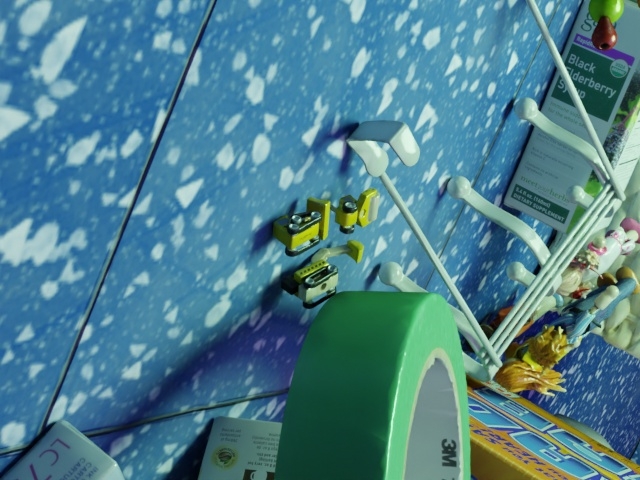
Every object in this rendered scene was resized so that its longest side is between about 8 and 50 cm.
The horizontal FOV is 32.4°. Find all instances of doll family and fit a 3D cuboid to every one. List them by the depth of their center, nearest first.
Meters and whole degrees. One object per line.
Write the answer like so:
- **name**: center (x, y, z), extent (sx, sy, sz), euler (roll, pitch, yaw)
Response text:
- **doll family**: center (0.268, 0.093, 1.212), extent (0.163, 0.118, 0.263), euler (-30, 167, -34)

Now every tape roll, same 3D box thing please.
- **tape roll**: center (0.050, 0.198, 0.825), extent (0.321, 0.077, 0.321), euler (1, 90, -73)

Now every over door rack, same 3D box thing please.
- **over door rack**: center (0.143, -0.063, 0.946), extent (0.239, 0.108, 0.324), euler (-50, 138, -21)

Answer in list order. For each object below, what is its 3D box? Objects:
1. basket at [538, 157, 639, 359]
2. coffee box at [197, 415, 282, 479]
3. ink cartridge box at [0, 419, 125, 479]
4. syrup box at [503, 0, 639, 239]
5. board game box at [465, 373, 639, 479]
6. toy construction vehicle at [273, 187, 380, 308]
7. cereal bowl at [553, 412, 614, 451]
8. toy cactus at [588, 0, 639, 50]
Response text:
- **basket**: center (0.496, -0.003, 1.374), extent (0.266, 0.328, 0.331), euler (-3, 120, -58)
- **coffee box**: center (-0.052, 0.275, 0.818), extent (0.141, 0.098, 0.246), euler (79, 19, -52)
- **ink cartridge box**: center (-0.184, 0.273, 0.736), extent (0.186, 0.065, 0.311), euler (-46, 153, -28)
- **syrup box**: center (0.284, -0.129, 1.124), extent (0.096, 0.093, 0.237), euler (-17, 132, -54)
- **board game box**: center (0.185, 0.381, 1.169), extent (0.356, 0.356, 0.356), euler (-64, 154, 7)
- **toy construction vehicle**: center (0.000, 0.000, 0.820), extent (0.098, 0.035, 0.086), euler (-31, 138, -38)
- **cereal bowl**: center (0.325, 0.413, 1.496), extent (0.339, 0.141, 0.339), euler (-52, 154, -40)
- **toy cactus**: center (0.240, -0.284, 0.897), extent (0.180, 0.112, 0.219), euler (-67, 150, -42)
